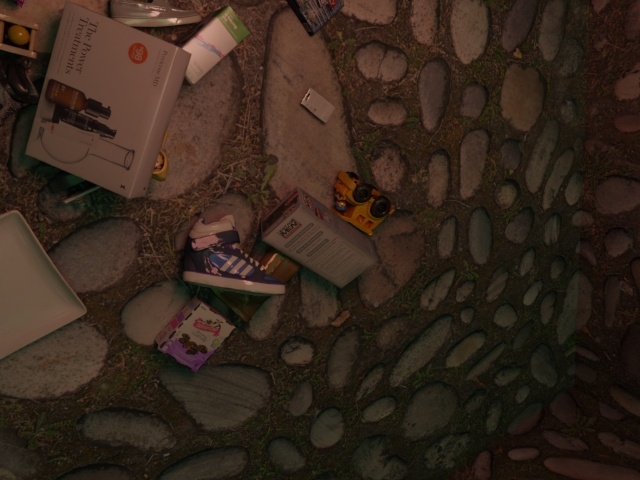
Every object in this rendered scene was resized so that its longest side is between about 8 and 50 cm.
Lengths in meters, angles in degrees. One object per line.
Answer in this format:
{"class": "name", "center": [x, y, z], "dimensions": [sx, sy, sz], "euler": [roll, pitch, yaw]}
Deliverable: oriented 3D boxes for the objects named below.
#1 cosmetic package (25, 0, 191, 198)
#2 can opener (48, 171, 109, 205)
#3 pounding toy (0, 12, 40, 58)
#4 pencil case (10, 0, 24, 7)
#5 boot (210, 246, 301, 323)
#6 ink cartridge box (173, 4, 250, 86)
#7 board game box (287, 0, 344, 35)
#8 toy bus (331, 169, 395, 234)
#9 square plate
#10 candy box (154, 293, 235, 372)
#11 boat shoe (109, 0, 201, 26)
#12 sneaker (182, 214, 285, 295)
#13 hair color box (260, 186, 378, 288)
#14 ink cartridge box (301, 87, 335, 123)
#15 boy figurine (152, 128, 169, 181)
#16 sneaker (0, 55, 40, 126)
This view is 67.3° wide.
{"class": "cosmetic package", "center": [-0.512, -0.328, 1.160], "dimensions": [0.285, 0.097, 0.377], "euler": [22, 102, 0]}
{"class": "can opener", "center": [-0.577, -0.175, 1.297], "dimensions": [0.281, 0.074, 0.093], "euler": [-27, 117, -21]}
{"class": "pounding toy", "center": [-0.757, -0.504, 1.033], "dimensions": [0.270, 0.154, 0.154], "euler": [7, 103, -32]}
{"class": "pencil case", "center": [-0.678, -0.616, 1.096], "dimensions": [0.070, 0.064, 0.151], "euler": [30, 90, -9]}
{"class": "boot", "center": [-0.226, 0.109, 1.600], "dimensions": [0.269, 0.089, 0.236], "euler": [-48, 122, -13]}
{"class": "ink cartridge box", "center": [-0.315, -0.517, 1.288], "dimensions": [0.212, 0.154, 0.093], "euler": [-48, 123, -8]}
{"class": "board game box", "center": [-0.008, -0.759, 1.444], "dimensions": [0.194, 0.060, 0.194], "euler": [-47, 123, -8]}
{"class": "toy bus", "center": [0.115, -0.113, 1.699], "dimensions": [0.220, 0.149, 0.211], "euler": [30, 106, -32]}
{"class": "square plate", "center": [-0.862, 0.138, 1.251], "dimensions": [0.344, 0.049, 0.347], "euler": [-30, 119, -19]}
{"class": "candy box", "center": [-0.405, 0.302, 1.561], "dimensions": [0.196, 0.070, 0.165], "euler": [-49, 123, -7]}
{"class": "boat shoe", "center": [-0.424, -0.596, 1.242], "dimensions": [0.228, 0.079, 0.081], "euler": [-12, 116, -23]}
{"class": "sneaker", "center": [-0.251, 0.038, 1.482], "dimensions": [0.323, 0.130, 0.236], "euler": [11, 77, -14]}
{"class": "hair color box", "center": [0.000, 0.000, 1.623], "dimensions": [0.185, 0.113, 0.375], "euler": [-40, 127, 23]}
{"class": "ink cartridge box", "center": [-0.012, -0.440, 1.568], "dimensions": [0.115, 0.029, 0.062], "euler": [31, 90, -33]}
{"class": "boy figurine", "center": [-0.484, -0.286, 1.258], "dimensions": [0.177, 0.092, 0.285], "euler": [-21, 94, -17]}
{"class": "sneaker", "center": [-0.746, -0.308, 1.136], "dimensions": [0.153, 0.101, 0.268], "euler": [-1, 104, -28]}
